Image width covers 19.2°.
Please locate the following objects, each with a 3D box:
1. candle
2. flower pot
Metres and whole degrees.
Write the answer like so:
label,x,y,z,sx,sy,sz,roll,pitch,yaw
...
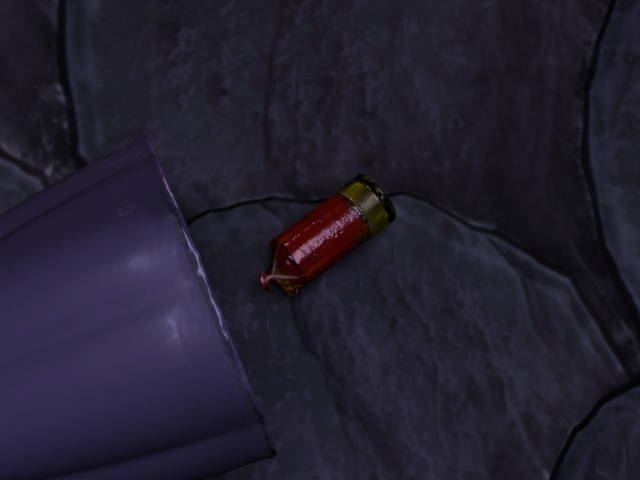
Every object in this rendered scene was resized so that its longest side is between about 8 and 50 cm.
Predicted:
label,x,y,z,sx,sy,sz,roll,pitch,yaw
candle,0.000,0.000,1.588,0.131,0.052,0.052,-38,89,-16
flower pot,-0.186,0.088,1.437,0.243,0.265,0.265,-24,85,-5
